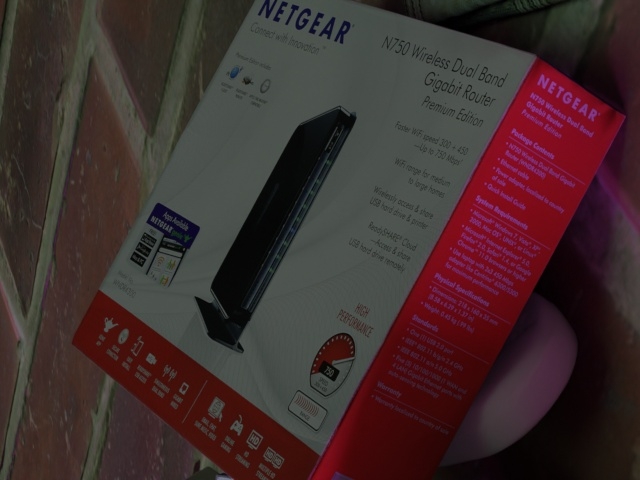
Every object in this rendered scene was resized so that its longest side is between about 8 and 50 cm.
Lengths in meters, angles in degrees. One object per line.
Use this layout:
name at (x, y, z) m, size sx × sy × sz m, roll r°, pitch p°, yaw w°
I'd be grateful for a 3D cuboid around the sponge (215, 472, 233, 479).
sponge at (0.022, 0.219, 1.136) m, size 0.210 × 0.031 × 0.117 m, roll 4°, pitch 86°, yaw 28°

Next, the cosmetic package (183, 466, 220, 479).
cosmetic package at (-0.013, 0.314, 1.255) m, size 0.309 × 0.113 × 0.160 m, roll 29°, pitch 125°, yaw 29°

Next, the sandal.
sandal at (0.046, 0.127, 1.235) m, size 0.102 × 0.169 × 0.416 m, roll 47°, pitch 159°, yaw -14°

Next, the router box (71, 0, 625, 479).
router box at (0.000, 0.000, 1.155) m, size 0.335 × 0.082 × 0.301 m, roll 27°, pitch 89°, yaw 57°

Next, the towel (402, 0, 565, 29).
towel at (0.108, -0.294, 1.078) m, size 0.324 × 0.056 × 0.312 m, roll 173°, pitch 91°, yaw -65°
